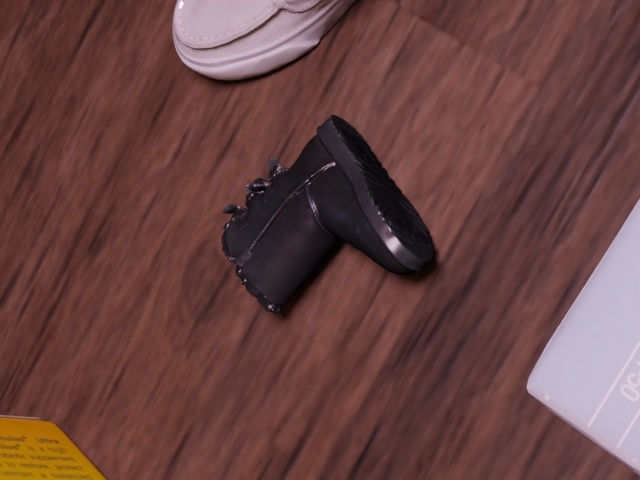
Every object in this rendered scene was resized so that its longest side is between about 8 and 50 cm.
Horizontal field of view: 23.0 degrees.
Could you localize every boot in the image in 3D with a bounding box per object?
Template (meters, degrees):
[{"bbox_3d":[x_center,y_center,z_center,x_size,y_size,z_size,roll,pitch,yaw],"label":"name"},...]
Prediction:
[{"bbox_3d":[0.000,0.000,0.857,0.099,0.045,0.121,-46,51,19],"label":"boot"},{"bbox_3d":[-0.014,-0.182,0.850,0.258,0.123,0.095,-33,63,28],"label":"boot"}]

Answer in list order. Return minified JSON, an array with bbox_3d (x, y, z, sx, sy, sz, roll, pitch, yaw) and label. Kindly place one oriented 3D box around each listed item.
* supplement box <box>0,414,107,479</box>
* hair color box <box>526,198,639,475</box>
[{"bbox_3d":[-0.163,0.267,0.836,0.356,0.195,0.194,38,105,36],"label":"supplement box"},{"bbox_3d":[0.261,0.110,0.452,0.374,0.185,0.113,36,99,36],"label":"hair color box"}]
